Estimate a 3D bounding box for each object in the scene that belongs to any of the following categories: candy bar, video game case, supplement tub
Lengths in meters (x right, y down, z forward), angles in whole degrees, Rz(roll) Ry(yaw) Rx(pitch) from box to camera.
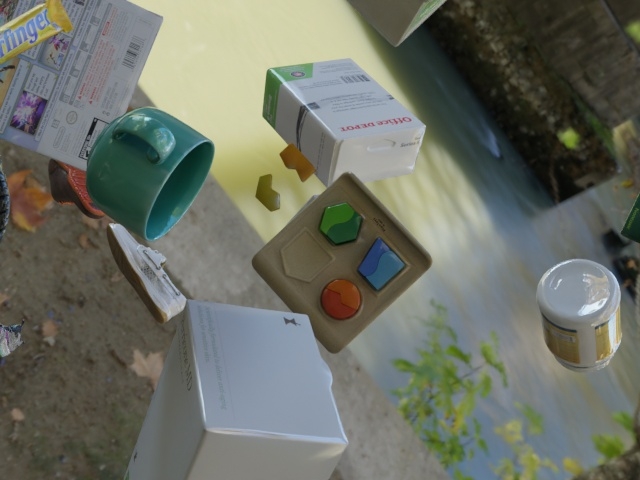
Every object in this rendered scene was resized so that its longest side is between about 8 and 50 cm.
[{"bbox_3d":[-0.328,-0.202,0.810,0.161,0.018,0.040,-43,128,-31],"label":"candy bar"},{"bbox_3d":[-0.405,-0.268,1.192,0.244,0.270,0.061,22,4,-21],"label":"video game case"},{"bbox_3d":[0.484,0.145,1.458,0.200,0.144,0.144,64,18,-47],"label":"supplement tub"}]

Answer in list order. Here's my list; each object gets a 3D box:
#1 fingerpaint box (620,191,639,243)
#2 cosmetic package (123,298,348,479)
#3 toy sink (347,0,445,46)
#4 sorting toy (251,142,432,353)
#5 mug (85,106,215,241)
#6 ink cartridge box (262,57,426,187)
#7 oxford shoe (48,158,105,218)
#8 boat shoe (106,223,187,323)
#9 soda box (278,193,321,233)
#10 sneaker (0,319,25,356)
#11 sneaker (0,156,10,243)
[{"bbox_3d":[0.604,-0.130,0.853,0.163,0.445,0.371,16,11,-36],"label":"fingerpaint box"},{"bbox_3d":[-0.119,0.270,0.879,0.155,0.366,0.197,10,30,-22],"label":"cosmetic package"},{"bbox_3d":[0.153,-0.424,1.179,0.131,0.234,0.153,44,73,1],"label":"toy sink"},{"bbox_3d":[0.000,0.000,1.274,0.307,0.229,0.041,47,2,8],"label":"sorting toy"},{"bbox_3d":[-0.185,-0.088,0.838,0.097,0.158,0.129,32,35,7],"label":"mug"},{"bbox_3d":[0.038,-0.228,1.493,0.198,0.115,0.273,-13,44,-28],"label":"ink cartridge box"},{"bbox_3d":[-0.524,-0.108,1.700,0.096,0.098,0.271,14,23,-40],"label":"oxford shoe"},{"bbox_3d":[-0.412,0.066,1.869,0.096,0.098,0.277,-29,77,-27],"label":"boat shoe"},{"bbox_3d":[-0.016,-0.011,1.442,0.069,0.216,0.074,-11,72,-29],"label":"soda box"},{"bbox_3d":[-0.581,0.162,1.446,0.038,0.069,0.098,40,-25,45],"label":"sneaker"},{"bbox_3d":[-0.645,-0.127,1.464,0.124,0.139,0.341,0,94,-19],"label":"sneaker"}]
